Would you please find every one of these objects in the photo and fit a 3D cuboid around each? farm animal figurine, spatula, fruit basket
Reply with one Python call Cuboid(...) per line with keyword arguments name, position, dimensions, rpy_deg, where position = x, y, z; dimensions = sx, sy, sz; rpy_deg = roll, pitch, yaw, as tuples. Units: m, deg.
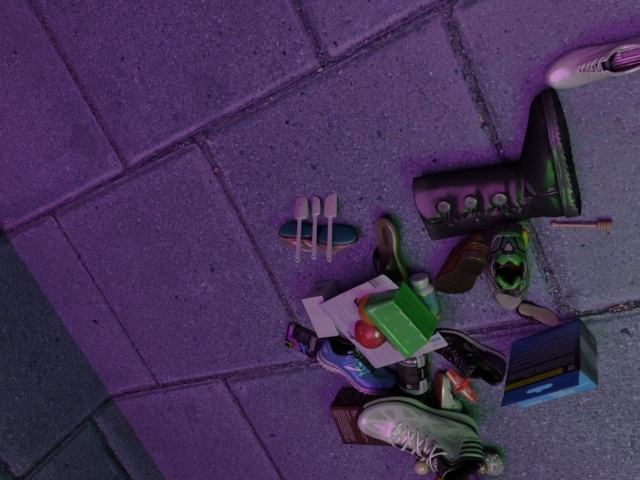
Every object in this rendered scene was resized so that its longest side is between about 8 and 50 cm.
Cuboid(name="farm animal figurine", position=(0.499, 0.923, 1.947), dimensions=(0.326, 0.172, 0.331), rpy_deg=(13, 86, -6))
Cuboid(name="spatula", position=(-0.022, -0.041, 1.853), dimensions=(0.168, 0.019, 0.242), rpy_deg=(-3, 76, 23))
Cuboid(name="fruit basket", position=(0.205, 0.277, 1.820), dimensions=(0.327, 0.165, 0.353), rpy_deg=(48, 142, -9))

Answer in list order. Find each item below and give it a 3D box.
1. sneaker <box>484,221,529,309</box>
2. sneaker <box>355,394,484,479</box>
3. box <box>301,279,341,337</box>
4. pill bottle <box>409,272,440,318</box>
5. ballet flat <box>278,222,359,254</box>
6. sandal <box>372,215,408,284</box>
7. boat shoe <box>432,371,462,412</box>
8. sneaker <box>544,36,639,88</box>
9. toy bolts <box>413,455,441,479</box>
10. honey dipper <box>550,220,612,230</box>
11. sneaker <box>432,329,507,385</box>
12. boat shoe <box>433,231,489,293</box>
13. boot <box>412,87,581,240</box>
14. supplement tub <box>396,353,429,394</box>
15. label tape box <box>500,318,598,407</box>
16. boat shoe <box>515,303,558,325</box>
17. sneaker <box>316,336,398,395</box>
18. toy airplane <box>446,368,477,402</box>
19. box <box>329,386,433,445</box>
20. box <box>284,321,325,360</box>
Cuboid(name="sneaker", position=(0.555, 0.108, 1.615), dimensions=(0.134, 0.146, 0.344), rpy_deg=(0, 140, 23))
Cuboid(name="sneaker", position=(0.344, 0.677, 1.822), dimensions=(0.447, 0.257, 0.169), rpy_deg=(10, 106, -1))
Cuboid(name="box", position=(0.022, 0.253, 1.996), dimensions=(0.091, 0.130, 0.171), rpy_deg=(-13, 108, 30))
Cuboid(name="pill bottle", position=(0.352, 0.195, 1.831), dimensions=(0.087, 0.087, 0.160), rpy_deg=(-6, 112, 29))
Cuboid(name="ballet flat", position=(0.000, 0.000, 1.910), dimensions=(0.315, 0.108, 0.106), rpy_deg=(10, 139, 28))
Cuboid(name="sandal", position=(0.216, 0.069, 1.812), dimensions=(0.120, 0.086, 0.303), rpy_deg=(9, 118, 51))
Cuboid(name="boat shoe", position=(0.475, 0.613, 1.991), dimensions=(0.096, 0.098, 0.277), rpy_deg=(-6, 105, -5))
Cuboid(name="sneaker", position=(0.691, -0.442, 1.333), dimensions=(0.258, 0.091, 0.094), rpy_deg=(-14, 108, 31))
Cuboid(name="toy bolts", position=(0.473, 0.873, 2.075), dimensions=(0.228, 0.158, 0.218), rpy_deg=(35, 125, 6))
Cuboid(name="honey dipper", position=(0.751, -0.043, 1.550), dimensions=(0.160, 0.030, 0.031), rpy_deg=(1, 115, 30))
Cuboid(name="sneaker", position=(0.496, 0.402, 1.843), dimensions=(0.283, 0.124, 0.107), rpy_deg=(19, 121, 17))
Cuboid(name="boat shoe", position=(0.450, 0.078, 1.693), dimensions=(0.110, 0.105, 0.307), rpy_deg=(19, 153, -5))
Cuboid(name="boot", position=(0.477, -0.201, 1.546), dimensions=(0.445, 0.146, 0.367), rpy_deg=(-7, 110, 34))
Cuboid(name="supplement tub", position=(0.335, 0.455, 1.955), dimensions=(0.116, 0.117, 0.191), rpy_deg=(3, 117, 25))
Cuboid(name="label tape box", position=(0.693, 0.402, 1.618), dimensions=(0.240, 0.334, 0.106), rpy_deg=(-32, 98, 35))
Cuboid(name="boat shoe", position=(0.692, 0.239, 1.716), dimensions=(0.132, 0.049, 0.042), rpy_deg=(19, 159, 5))
Cuboid(name="sneaker", position=(0.145, 0.468, 2.048), dimensions=(0.329, 0.130, 0.147), rpy_deg=(25, 126, 13))
Cuboid(name="toy airplane", position=(0.521, 0.500, 1.916), dimensions=(0.151, 0.028, 0.151), rpy_deg=(1, 100, 6))
Cuboid(name="box", position=(0.247, 0.689, 2.107), dimensions=(0.381, 0.143, 0.191), rpy_deg=(-9, 110, 31))
Cuboid(name="box", position=(-0.064, 0.410, 2.181), dimensions=(0.162, 0.029, 0.116), rpy_deg=(21, 122, 14))
